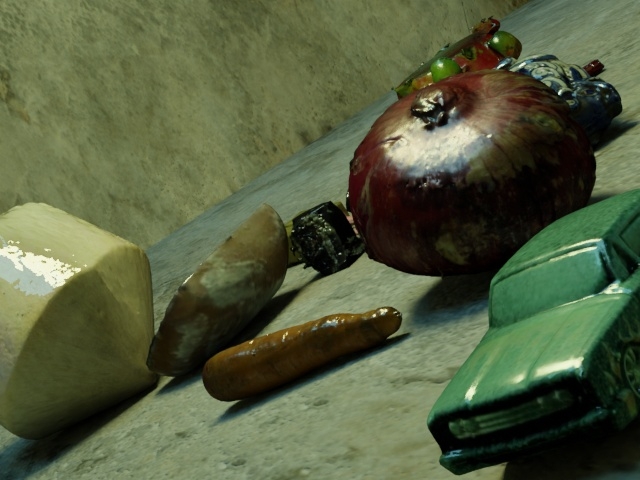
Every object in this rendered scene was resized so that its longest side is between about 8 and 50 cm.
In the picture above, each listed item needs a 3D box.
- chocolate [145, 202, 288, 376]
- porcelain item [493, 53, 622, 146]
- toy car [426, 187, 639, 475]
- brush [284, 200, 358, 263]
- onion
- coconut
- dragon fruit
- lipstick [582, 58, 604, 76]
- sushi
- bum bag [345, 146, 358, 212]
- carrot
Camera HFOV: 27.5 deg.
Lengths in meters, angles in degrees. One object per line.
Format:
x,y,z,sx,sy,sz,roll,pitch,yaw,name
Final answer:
-0.114,0.075,1.663,0.254,0.080,0.157,-47,-13,-51,chocolate
0.215,-0.118,1.569,0.288,0.138,0.186,-28,25,-10,porcelain item
0.183,0.035,0.866,0.141,0.097,0.321,-25,11,41,toy car
0.022,-0.019,1.887,0.233,0.047,0.103,-12,21,50,brush
0.143,-0.066,1.268,0.246,0.190,0.246,-20,26,11,onion
-0.346,0.109,1.716,0.329,0.328,0.329,-31,9,5,coconut
0.246,-0.287,2.330,0.268,0.130,0.295,-28,9,21,dragon fruit
0.352,-0.222,1.962,0.177,0.027,0.027,-31,9,-9,lipstick
0.000,0.000,1.721,0.085,0.083,0.056,-23,13,38,sushi
0.108,-0.088,1.812,0.144,0.095,0.340,-8,11,4,bum bag
-0.017,0.108,1.290,0.248,0.059,0.059,-22,12,30,carrot
